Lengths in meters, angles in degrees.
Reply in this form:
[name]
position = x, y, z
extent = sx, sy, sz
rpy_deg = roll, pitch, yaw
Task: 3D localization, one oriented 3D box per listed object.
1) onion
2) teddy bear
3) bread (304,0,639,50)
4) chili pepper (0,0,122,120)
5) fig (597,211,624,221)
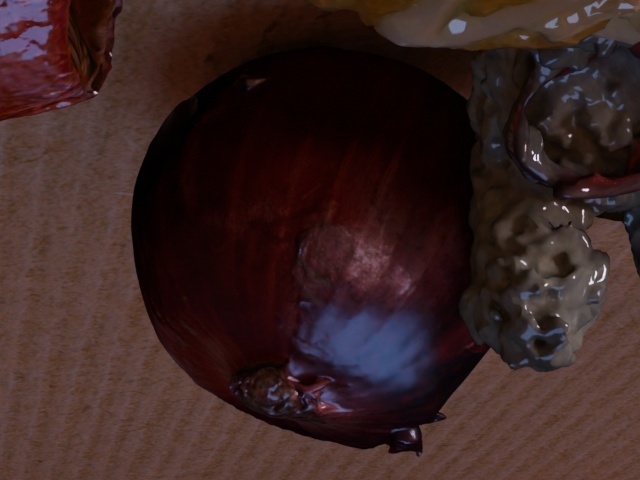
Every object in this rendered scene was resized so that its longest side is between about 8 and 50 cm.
[onion]
position = 0.005, -0.007, 1.574
extent = 0.341, 0.341, 0.341
rpy_deg = -1, 160, 0
[teddy bear]
position = 0.279, -0.095, 1.379
extent = 0.367, 0.224, 0.357
rpy_deg = -1, 123, -12
[bread]
position = 0.104, -0.282, 0.790
extent = 0.371, 0.279, 0.390
rpy_deg = 16, 151, -29
[chili pepper]
position = -0.265, -0.149, 1.261
extent = 0.305, 0.229, 0.251
rpy_deg = -3, 144, 7
[fig]
position = 0.286, -0.106, 1.551
extent = 0.274, 0.145, 0.170
rpy_deg = -20, 158, 12
